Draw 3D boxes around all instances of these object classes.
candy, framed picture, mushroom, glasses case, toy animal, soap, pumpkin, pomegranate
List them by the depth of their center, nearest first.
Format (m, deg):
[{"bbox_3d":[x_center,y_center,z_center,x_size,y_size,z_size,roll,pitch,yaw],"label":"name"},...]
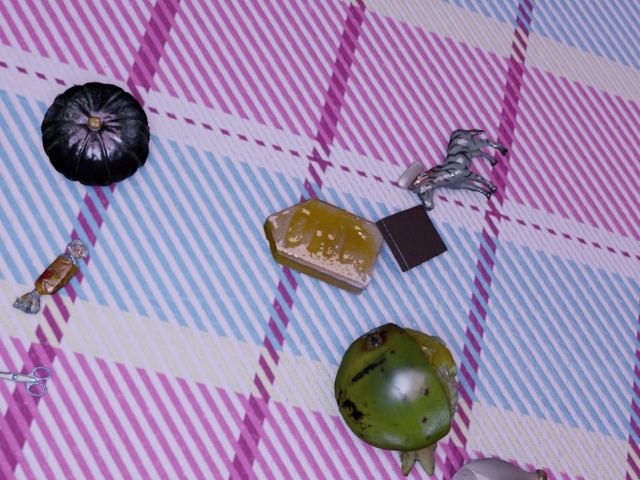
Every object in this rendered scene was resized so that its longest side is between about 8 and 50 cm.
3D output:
[{"bbox_3d":[0.161,0.323,1.290,0.261,0.260,0.340,-19,105,-17],"label":"pomegranate"},{"bbox_3d":[-0.538,0.076,1.292,0.053,0.046,0.182,37,66,2],"label":"candy"},{"bbox_3d":[-0.461,-0.219,1.327,0.221,0.162,0.220,2,80,-13],"label":"pumpkin"},{"bbox_3d":[0.379,0.515,1.360,0.213,0.088,0.096,12,83,-16],"label":"mushroom"},{"bbox_3d":[0.000,0.000,1.413,0.258,0.080,0.160,22,68,-7],"label":"soap"},{"bbox_3d":[0.209,-0.008,1.452,0.169,0.023,0.127,-20,79,-47],"label":"framed picture"},{"bbox_3d":[0.344,-0.160,1.524,0.170,0.090,0.255,38,62,4],"label":"toy animal"},{"bbox_3d":[0.216,-0.157,1.535,0.032,0.021,0.083,44,70,-6],"label":"glasses case"}]

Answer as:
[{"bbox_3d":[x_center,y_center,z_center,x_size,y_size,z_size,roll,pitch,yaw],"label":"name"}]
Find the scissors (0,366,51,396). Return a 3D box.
[{"bbox_3d":[-0.589,0.267,1.245,0.119,0.014,0.058,12,72,-13],"label":"scissors"}]
